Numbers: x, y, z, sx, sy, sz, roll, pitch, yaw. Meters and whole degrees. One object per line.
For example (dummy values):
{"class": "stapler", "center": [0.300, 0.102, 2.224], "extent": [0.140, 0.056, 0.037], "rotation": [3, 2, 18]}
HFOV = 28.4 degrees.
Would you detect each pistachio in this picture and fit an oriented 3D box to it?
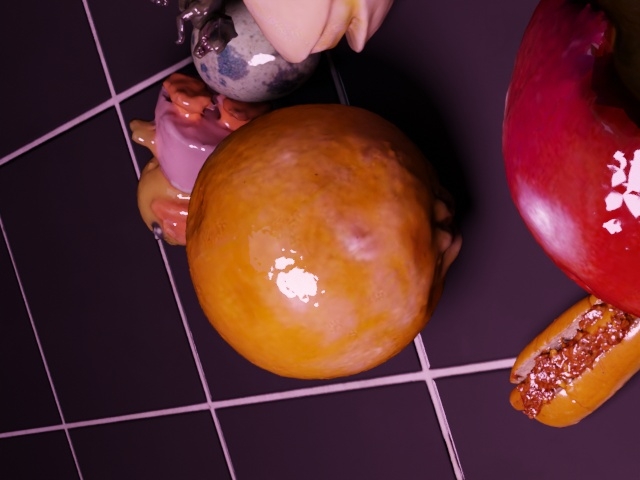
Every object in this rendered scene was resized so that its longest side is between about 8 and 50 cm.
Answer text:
{"class": "pistachio", "center": [-0.002, -0.350, 1.385], "extent": [0.238, 0.229, 0.321], "rotation": [-105, 11, -45]}

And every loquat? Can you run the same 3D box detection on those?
{"class": "loquat", "center": [0.000, 0.000, 1.448], "extent": [0.328, 0.328, 0.329], "rotation": [21, 119, 43]}

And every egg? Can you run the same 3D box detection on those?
{"class": "egg", "center": [-0.079, -0.243, 1.578], "extent": [0.181, 0.141, 0.141], "rotation": [14, 114, 37]}

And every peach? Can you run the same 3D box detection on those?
{"class": "peach", "center": [0.367, -0.088, 0.989], "extent": [0.416, 0.339, 0.353], "rotation": [-1, 136, 47]}

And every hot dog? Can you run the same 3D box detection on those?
{"class": "hot dog", "center": [0.280, 0.127, 1.354], "extent": [0.102, 0.076, 0.249], "rotation": [55, 137, 15]}

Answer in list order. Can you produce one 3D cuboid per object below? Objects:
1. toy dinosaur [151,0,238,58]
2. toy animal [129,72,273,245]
{"class": "toy dinosaur", "center": [-0.110, -0.309, 1.485], "extent": [0.179, 0.087, 0.187], "rotation": [-31, 71, 26]}
{"class": "toy animal", "center": [-0.173, -0.102, 1.729], "extent": [0.169, 0.195, 0.281], "rotation": [-95, 19, -58]}
